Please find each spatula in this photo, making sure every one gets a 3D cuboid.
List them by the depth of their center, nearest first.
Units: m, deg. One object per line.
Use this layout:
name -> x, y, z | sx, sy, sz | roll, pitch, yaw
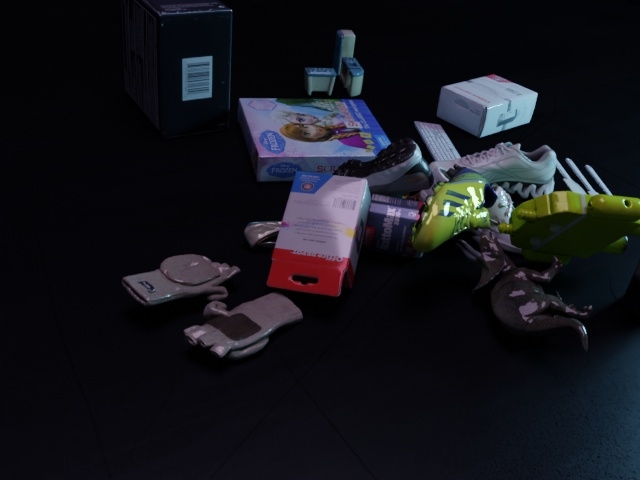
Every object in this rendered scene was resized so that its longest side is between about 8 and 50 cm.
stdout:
spatula -> 0.593, -0.125, 1.757 | 0.168, 0.019, 0.242 | 17, 29, -17

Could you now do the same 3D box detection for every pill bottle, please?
pill bottle -> 0.110, -0.032, 1.481 | 0.180, 0.107, 0.108 | 9, 32, 5

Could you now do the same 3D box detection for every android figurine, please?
android figurine -> 0.456, -0.023, 1.416 | 0.273, 0.248, 0.056 | 7, 66, -19

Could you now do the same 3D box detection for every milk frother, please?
milk frother -> 0.612, 0.084, 1.368 | 0.143, 0.134, 0.129 | 22, 36, 22

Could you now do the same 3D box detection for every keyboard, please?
keyboard -> 0.292, -0.233, 1.924 | 0.072, 0.014, 0.256 | 1, 33, -10

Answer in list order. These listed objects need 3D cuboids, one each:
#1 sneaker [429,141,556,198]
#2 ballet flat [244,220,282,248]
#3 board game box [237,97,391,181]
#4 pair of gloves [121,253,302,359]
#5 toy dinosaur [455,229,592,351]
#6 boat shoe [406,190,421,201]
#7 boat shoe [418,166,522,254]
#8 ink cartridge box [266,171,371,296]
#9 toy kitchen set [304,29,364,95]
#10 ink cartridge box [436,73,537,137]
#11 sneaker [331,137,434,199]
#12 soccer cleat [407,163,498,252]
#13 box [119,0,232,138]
sneaker -> 0.379, -0.164, 1.737 | 0.292, 0.118, 0.110 | 1, 34, -7
ballet flat -> -0.062, -0.013, 1.484 | 0.168, 0.057, 0.052 | -11, 64, -20
board game box -> -0.014, -0.240, 1.825 | 0.318, 0.065, 0.318 | -2, 33, -14
pair of gloves -> -0.172, 0.103, 1.268 | 0.240, 0.042, 0.204 | 32, 33, 24
toy dinosaur -> 0.350, 0.110, 1.325 | 0.160, 0.121, 0.313 | -10, 39, -5
boat shoe -> 0.192, -0.108, 1.652 | 0.073, 0.073, 0.207 | 10, 31, 7
boat shoe -> 0.335, -0.061, 1.550 | 0.277, 0.096, 0.098 | 24, 31, 2
ink cartridge box -> 0.000, 0.000, 1.370 | 0.134, 0.078, 0.231 | 8, 63, 14
toy kitchen set -> 0.024, -0.498, 2.191 | 0.166, 0.122, 0.207 | -1, 33, -13
ink cartridge box -> 0.439, -0.359, 2.079 | 0.218, 0.092, 0.159 | -18, 40, -37
sneaker -> 0.102, -0.107, 1.546 | 0.272, 0.108, 0.100 | -14, 38, 45
soccer cleat -> 0.244, -0.050, 1.390 | 0.121, 0.093, 0.289 | 34, 35, 8
box -> -0.347, -0.445, 1.870 | 0.183, 0.296, 0.294 | -13, 38, -28
